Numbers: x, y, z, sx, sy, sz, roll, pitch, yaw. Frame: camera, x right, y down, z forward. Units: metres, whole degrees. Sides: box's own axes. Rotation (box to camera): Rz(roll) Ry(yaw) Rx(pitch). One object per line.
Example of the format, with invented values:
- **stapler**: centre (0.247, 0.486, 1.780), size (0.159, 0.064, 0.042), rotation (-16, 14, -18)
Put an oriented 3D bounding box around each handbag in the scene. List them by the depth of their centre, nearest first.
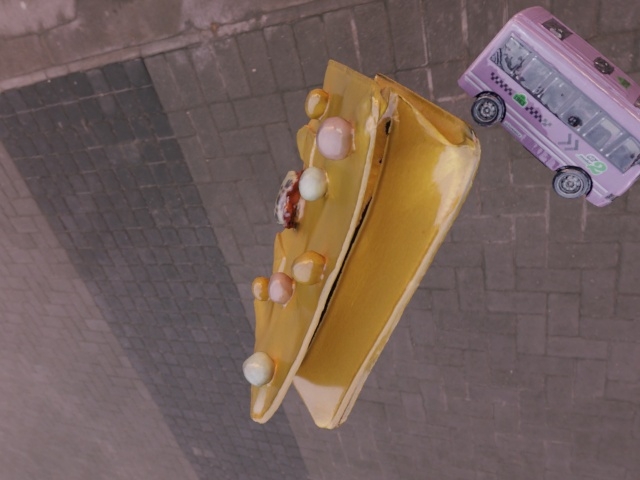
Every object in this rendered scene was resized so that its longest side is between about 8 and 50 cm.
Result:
- **handbag**: centre (0.000, 0.000, 0.532), size (0.133, 0.283, 0.400), rotation (12, 116, -16)

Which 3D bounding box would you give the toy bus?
- **toy bus**: centre (0.250, -0.137, 0.442), size (0.199, 0.096, 0.108), rotation (46, 140, 9)
